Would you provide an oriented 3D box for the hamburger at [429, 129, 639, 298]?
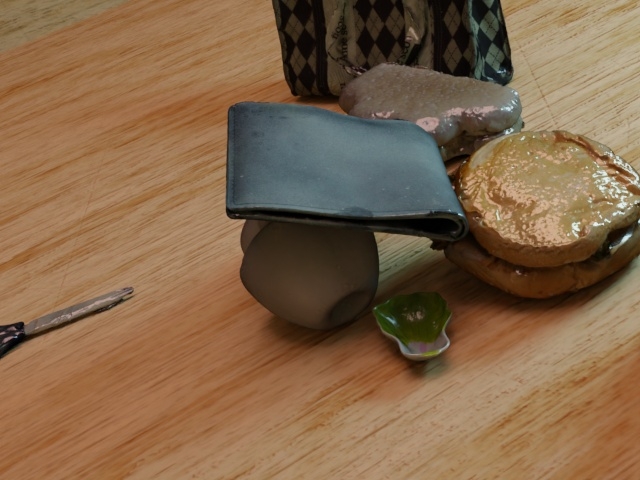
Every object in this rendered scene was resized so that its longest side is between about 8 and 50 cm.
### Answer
[{"bbox_3d":[0.276,-0.029,1.398,0.286,0.146,0.243,-3,37,8],"label":"hamburger"}]

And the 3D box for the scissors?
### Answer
[{"bbox_3d":[-0.410,0.124,1.581,0.300,0.022,0.109,-20,33,-11],"label":"scissors"}]

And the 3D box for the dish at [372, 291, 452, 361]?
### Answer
[{"bbox_3d":[0.118,0.114,1.328,0.091,0.039,0.137,-12,30,-3],"label":"dish"}]

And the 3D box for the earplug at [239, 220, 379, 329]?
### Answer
[{"bbox_3d":[-0.010,-0.007,1.475,0.214,0.175,0.325,-48,17,20],"label":"earplug"}]

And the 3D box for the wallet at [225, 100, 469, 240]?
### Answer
[{"bbox_3d":[0.026,-0.088,1.368,0.290,0.054,0.251,6,31,-10],"label":"wallet"}]

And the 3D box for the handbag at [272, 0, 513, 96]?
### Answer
[{"bbox_3d":[0.119,-0.418,1.964,0.416,0.316,0.180,7,30,34],"label":"handbag"}]

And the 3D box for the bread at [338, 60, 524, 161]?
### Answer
[{"bbox_3d":[0.155,-0.193,1.783,0.337,0.102,0.183,17,46,40],"label":"bread"}]
